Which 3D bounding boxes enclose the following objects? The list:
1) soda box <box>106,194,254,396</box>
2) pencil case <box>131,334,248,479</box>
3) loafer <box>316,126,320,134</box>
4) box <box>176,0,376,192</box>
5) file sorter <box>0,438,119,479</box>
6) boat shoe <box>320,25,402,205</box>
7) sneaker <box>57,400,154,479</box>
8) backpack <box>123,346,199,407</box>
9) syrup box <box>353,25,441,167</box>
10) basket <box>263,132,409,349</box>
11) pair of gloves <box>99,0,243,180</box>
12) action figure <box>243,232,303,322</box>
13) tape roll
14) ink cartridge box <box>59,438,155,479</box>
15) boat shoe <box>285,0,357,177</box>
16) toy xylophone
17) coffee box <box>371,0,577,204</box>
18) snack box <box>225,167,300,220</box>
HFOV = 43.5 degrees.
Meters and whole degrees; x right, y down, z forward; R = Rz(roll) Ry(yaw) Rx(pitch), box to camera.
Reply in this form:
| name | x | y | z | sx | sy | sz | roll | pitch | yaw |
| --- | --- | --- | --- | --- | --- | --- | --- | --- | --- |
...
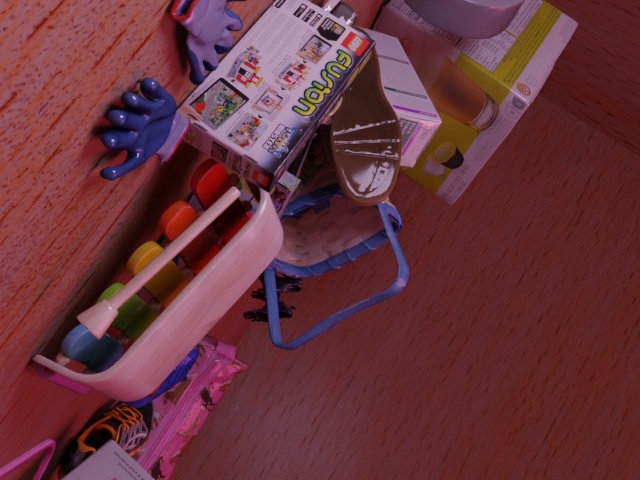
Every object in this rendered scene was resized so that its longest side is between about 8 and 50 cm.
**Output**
| name | x | y | z | sx | sy | sz | roll | pitch | yaw |
| --- | --- | --- | --- | --- | --- | --- | --- | --- | --- |
| soda box | -0.181 | 0.063 | 1.010 | 0.263 | 0.092 | 0.083 | -58 | 177 | -8 |
| pencil case | -0.298 | 0.348 | 1.528 | 0.386 | 0.167 | 0.160 | -57 | 144 | -11 |
| loafer | -0.001 | -0.205 | 1.275 | 0.080 | 0.078 | 0.220 | -58 | 177 | 18 |
| box | -0.042 | -0.155 | 0.802 | 0.207 | 0.114 | 0.036 | -55 | 176 | -29 |
| file sorter | -0.240 | 0.299 | 0.684 | 0.182 | 0.291 | 0.202 | -61 | 177 | 3 |
| boat shoe | 0.050 | -0.171 | 1.154 | 0.089 | 0.105 | 0.285 | 118 | -30 | -64 |
| sneaker | -0.329 | 0.307 | 1.287 | 0.083 | 0.084 | 0.215 | -65 | 173 | 32 |
| backpack | -0.238 | 0.158 | 1.094 | 0.120 | 0.098 | 0.101 | -35 | 156 | -50 |
| syrup box | 0.097 | -0.232 | 1.278 | 0.093 | 0.096 | 0.236 | -60 | -147 | 38 |
| basket | 0.000 | 0.000 | 1.249 | 0.255 | 0.288 | 0.201 | -32 | 148 | 27 |
| pair of gloves | -0.120 | -0.134 | 0.661 | 0.198 | 0.023 | 0.159 | -58 | 175 | 2 |
| action figure | -0.093 | -0.002 | 1.446 | 0.164 | 0.141 | 0.275 | 104 | -10 | -54 |
| tape roll | 0.235 | -0.438 | 1.336 | 0.219 | 0.219 | 0.072 | -55 | 176 | -39 |
| ink cartridge box | -0.371 | 0.449 | 1.077 | 0.307 | 0.129 | 0.223 | -36 | 161 | -49 |
| boat shoe | -0.024 | -0.177 | 1.071 | 0.305 | 0.091 | 0.109 | -59 | 177 | 27 |
| toy xylophone | -0.152 | 0.035 | 0.828 | 0.322 | 0.081 | 0.236 | -45 | 161 | -19 |
| coffee box | 0.272 | -0.354 | 1.695 | 0.338 | 0.334 | 0.337 | -52 | 176 | -39 |
| snack box | -0.101 | -0.048 | 1.080 | 0.141 | 0.100 | 0.037 | -59 | 177 | 35 |
